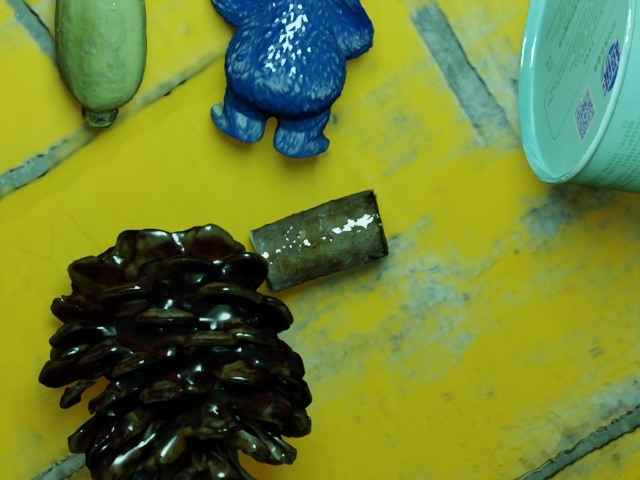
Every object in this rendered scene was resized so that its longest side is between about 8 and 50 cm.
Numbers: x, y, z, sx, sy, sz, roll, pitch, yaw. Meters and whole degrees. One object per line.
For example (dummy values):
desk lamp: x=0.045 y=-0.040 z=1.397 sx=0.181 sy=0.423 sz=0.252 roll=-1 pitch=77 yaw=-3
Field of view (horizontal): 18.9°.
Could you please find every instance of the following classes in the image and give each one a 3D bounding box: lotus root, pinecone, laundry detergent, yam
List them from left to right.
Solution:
lotus root: x=-0.214 y=-0.190 z=1.867 sx=0.077 sy=0.090 sz=0.183 roll=-27 pitch=132 yaw=-43
pinecone: x=-0.149 y=0.147 z=1.967 sx=0.242 sy=0.296 sz=0.298 roll=-11 pitch=157 yaw=-39
yam: x=0.001 y=0.002 z=2.019 sx=0.141 sy=0.079 sz=0.079 roll=-18 pitch=120 yaw=2
laundry detergent: x=0.382 y=-0.174 z=1.867 sx=0.305 sy=0.287 sz=0.287 roll=7 pitch=117 yaw=-13

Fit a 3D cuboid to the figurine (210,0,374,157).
figurine: x=-0.027 y=-0.204 z=1.875 sx=0.164 sy=0.121 sz=0.262 roll=-2 pitch=117 yaw=-4
